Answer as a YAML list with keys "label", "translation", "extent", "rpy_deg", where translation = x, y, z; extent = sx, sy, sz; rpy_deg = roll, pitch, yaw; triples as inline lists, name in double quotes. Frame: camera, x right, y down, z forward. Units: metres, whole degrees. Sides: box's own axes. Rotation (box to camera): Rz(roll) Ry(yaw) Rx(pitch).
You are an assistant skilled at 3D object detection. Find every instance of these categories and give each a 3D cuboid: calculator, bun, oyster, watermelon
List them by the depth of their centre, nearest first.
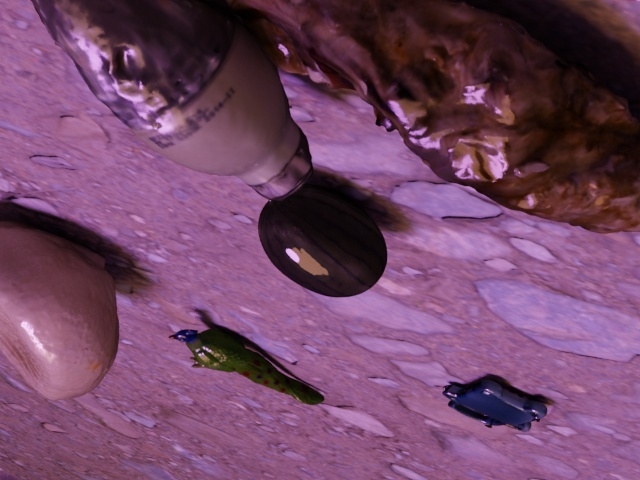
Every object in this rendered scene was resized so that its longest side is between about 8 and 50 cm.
- label: "oyster"
  translation: [0.065, -0.079, 0.978]
  extent: [0.294, 0.094, 0.166]
  rpy_deg: [20, 171, 25]
- label: "watermelon"
  translation: [0.000, 0.000, 1.283]
  extent: [0.110, 0.078, 0.078]
  rpy_deg: [31, 160, -23]
- label: "calculator"
  translation: [0.165, 0.158, 1.632]
  extent: [0.094, 0.019, 0.141]
  rpy_deg: [25, 163, -8]
- label: "bun"
  translation: [-0.270, 0.056, 1.691]
  extent: [0.222, 0.127, 0.222]
  rpy_deg: [48, 164, 19]

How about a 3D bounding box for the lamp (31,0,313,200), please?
- label: "lamp"
  translation: [-0.093, -0.110, 1.052]
  extent: [0.250, 0.101, 0.101]
  rpy_deg: [42, 154, -29]

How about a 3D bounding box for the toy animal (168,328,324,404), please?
- label: "toy animal"
  translation: [-0.089, 0.131, 1.815]
  extent: [0.075, 0.041, 0.217]
  rpy_deg: [2, 157, 43]
